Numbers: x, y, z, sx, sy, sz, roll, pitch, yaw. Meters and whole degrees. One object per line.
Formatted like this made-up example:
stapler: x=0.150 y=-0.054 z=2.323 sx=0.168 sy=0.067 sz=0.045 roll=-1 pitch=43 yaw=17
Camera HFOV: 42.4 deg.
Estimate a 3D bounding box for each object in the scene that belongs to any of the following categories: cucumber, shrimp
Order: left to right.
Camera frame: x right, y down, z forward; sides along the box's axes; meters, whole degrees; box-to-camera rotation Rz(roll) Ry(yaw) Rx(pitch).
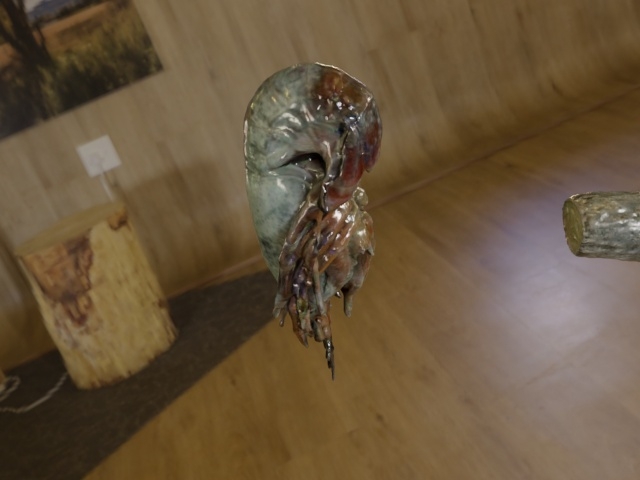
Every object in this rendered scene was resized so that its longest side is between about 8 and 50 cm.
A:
shrimp: x=0.000 y=0.000 z=0.499 sx=0.079 sy=0.233 sz=0.090 roll=3 pitch=38 yaw=10
cucumber: x=0.260 y=-0.012 z=0.698 sx=0.112 sy=0.064 sz=0.064 roll=2 pitch=15 yaw=-15
